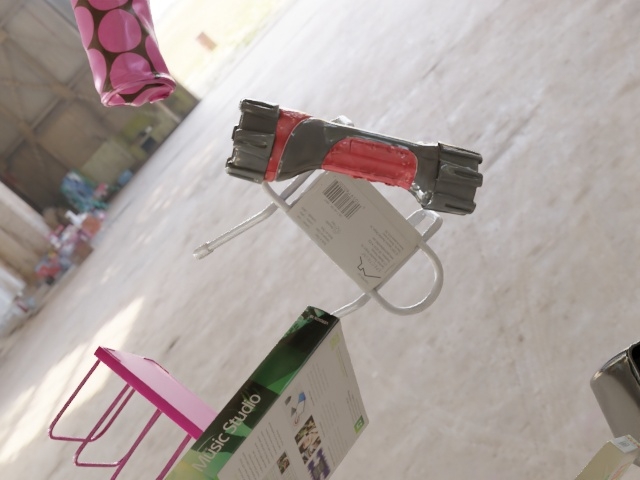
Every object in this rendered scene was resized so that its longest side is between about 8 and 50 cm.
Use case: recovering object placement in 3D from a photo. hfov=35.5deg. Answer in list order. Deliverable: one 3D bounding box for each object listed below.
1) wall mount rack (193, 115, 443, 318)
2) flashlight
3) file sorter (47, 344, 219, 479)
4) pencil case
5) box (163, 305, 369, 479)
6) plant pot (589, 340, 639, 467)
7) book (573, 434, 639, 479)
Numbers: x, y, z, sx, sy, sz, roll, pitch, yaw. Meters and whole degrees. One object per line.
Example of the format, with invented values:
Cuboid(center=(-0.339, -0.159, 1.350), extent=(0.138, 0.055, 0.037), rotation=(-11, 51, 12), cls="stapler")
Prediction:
Cuboid(center=(0.000, 0.000, 1.461), extent=(0.304, 0.350, 0.130), rotation=(-44, 19, 1), cls="wall mount rack")
Cuboid(center=(0.042, -0.093, 1.203), extent=(0.103, 0.304, 0.103), rotation=(-134, 57, -81), cls="flashlight")
Cuboid(center=(-0.266, 0.338, 1.630), extent=(0.182, 0.290, 0.202), rotation=(-55, -20, -1), cls="file sorter")
Cuboid(center=(-0.225, -0.251, 1.137), extent=(0.095, 0.209, 0.098), rotation=(-19, -14, 20), cls="pencil case")
Cuboid(center=(-0.063, 0.270, 1.234), extent=(0.058, 0.232, 0.322), rotation=(19, 53, 31), cls="box")
Cuboid(center=(0.483, 0.212, 1.365), extent=(0.188, 0.187, 0.167), rotation=(-21, -9, -21), cls="plant pot")
Cuboid(center=(0.263, 0.229, 0.960), extent=(0.096, 0.035, 0.144), rotation=(-52, -24, 9), cls="book")
